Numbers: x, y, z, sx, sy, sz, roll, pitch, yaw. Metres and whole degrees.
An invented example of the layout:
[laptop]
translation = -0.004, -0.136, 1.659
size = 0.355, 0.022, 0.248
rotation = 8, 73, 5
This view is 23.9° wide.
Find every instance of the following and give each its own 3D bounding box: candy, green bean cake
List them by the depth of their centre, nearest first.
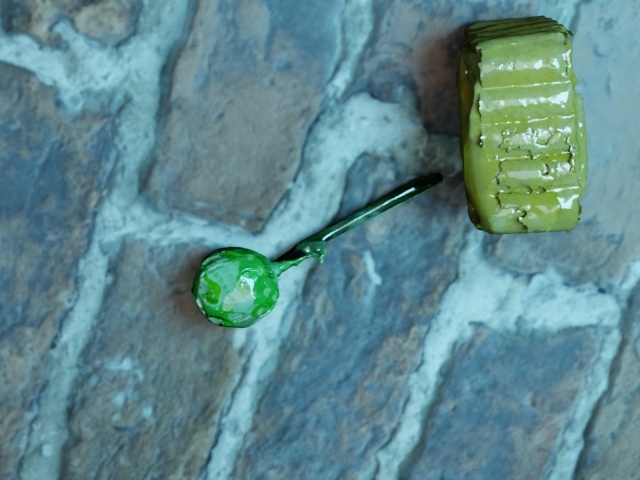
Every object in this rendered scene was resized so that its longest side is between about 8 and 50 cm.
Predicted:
[green bean cake]
translation = 0.215, -0.125, 1.648
size = 0.131, 0.230, 0.224
rotation = -3, 103, 3
[candy]
translation = 0.001, 0.002, 1.750
size = 0.323, 0.097, 0.097
rotation = -29, 105, -4
